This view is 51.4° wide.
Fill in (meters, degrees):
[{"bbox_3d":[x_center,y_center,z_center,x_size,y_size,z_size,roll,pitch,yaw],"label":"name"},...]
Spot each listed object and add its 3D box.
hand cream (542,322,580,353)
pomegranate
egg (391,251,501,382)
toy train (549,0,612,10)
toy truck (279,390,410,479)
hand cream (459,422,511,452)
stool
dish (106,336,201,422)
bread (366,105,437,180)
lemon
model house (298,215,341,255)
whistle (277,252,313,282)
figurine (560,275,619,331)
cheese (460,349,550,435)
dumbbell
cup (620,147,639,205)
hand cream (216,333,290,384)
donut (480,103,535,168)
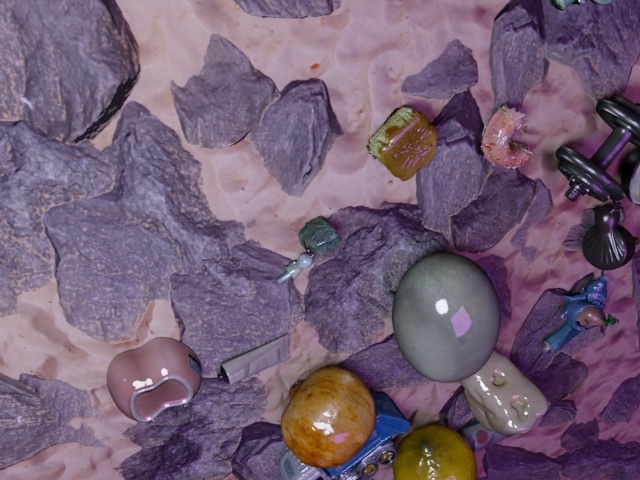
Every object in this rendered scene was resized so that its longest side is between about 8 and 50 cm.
[{"bbox_3d":[0.764,0.269,2.022,0.224,0.048,0.083,-34,130,-10],"label":"hand cream"},{"bbox_3d":[0.015,0.431,1.638,0.248,0.248,0.248,-13,125,-19],"label":"pomegranate"},{"bbox_3d":[0.302,0.187,1.599,0.259,0.258,0.351,-14,125,-18],"label":"egg"},{"bbox_3d":[0.548,-0.604,1.291,0.304,0.150,0.221,-41,119,5],"label":"toy train"},{"bbox_3d":[0.063,0.561,1.798,0.367,0.146,0.175,-38,123,-3],"label":"toy truck"},{"bbox_3d":[0.567,0.605,2.125,0.341,0.078,0.124,-10,124,-26],"label":"hand cream"},{"bbox_3d":[0.788,-0.013,1.804,0.121,0.125,0.217,-16,109,-38],"label":"stool"},{"bbox_3d":[-0.358,0.324,1.467,0.214,0.090,0.213,-13,124,-19],"label":"dish"},{"bbox_3d":[0.181,-0.204,1.406,0.140,0.069,0.128,-47,129,9],"label":"bread"},{"bbox_3d":[0.335,0.675,1.942,0.245,0.245,0.319,-28,133,-8],"label":"lemon"},{"bbox_3d":[0.000,0.000,1.439,0.079,0.083,0.066,-37,131,-1],"label":"model house"},{"bbox_3d":[-0.055,0.062,1.484,0.100,0.035,0.035,-38,129,2],"label":"whistle"},{"bbox_3d":[0.791,0.190,1.921,0.114,0.144,0.178,29,93,-40],"label":"figurine"},{"bbox_3d":[0.509,0.437,1.941,0.174,0.251,0.248,-40,167,-14],"label":"cheese"},{"bbox_3d":[0.683,-0.212,1.571,0.192,0.192,0.290,29,104,-37],"label":"dumbbell"},{"bbox_3d":[0.923,-0.140,1.684,0.197,0.280,0.196,-16,124,-24],"label":"cup"},{"bbox_3d":[-0.157,0.287,1.573,0.186,0.054,0.087,-21,132,-21],"label":"hand cream"},{"bbox_3d":[0.422,-0.221,1.517,0.117,0.065,0.166,-41,127,2],"label":"donut"}]
